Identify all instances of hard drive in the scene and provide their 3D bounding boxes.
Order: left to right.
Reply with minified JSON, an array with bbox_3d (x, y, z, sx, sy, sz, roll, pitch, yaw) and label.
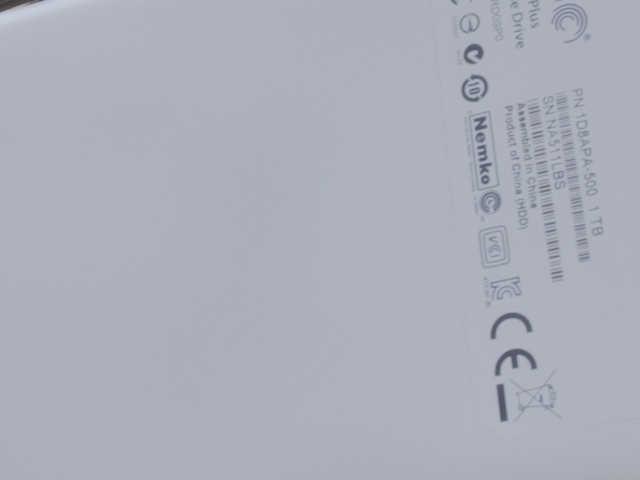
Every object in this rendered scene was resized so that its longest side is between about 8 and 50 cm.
[{"bbox_3d":[0.000,0.000,0.558,0.318,0.210,0.040,-12,-20,22],"label":"hard drive"}]

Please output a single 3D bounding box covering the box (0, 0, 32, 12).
[{"bbox_3d":[-0.272,-0.203,0.803,0.060,0.216,0.270,68,1,-78],"label":"box"}]
